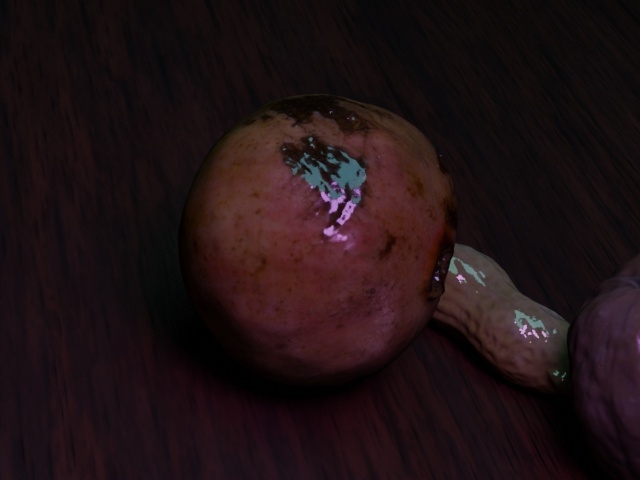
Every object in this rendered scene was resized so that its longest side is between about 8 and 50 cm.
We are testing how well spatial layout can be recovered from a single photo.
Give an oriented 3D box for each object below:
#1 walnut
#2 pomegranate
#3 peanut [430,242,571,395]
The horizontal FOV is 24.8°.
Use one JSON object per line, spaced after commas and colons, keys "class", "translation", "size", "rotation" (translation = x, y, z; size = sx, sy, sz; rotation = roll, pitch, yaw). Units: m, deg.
{"class": "walnut", "translation": [0.378, 0.142, 1.521], "size": [0.227, 0.273, 0.273], "rotation": [-11, 19, 27]}
{"class": "pomegranate", "translation": [0.000, 0.000, 1.508], "size": [0.322, 0.322, 0.322], "rotation": [14, 30, -8]}
{"class": "peanut", "translation": [0.202, 0.087, 1.670], "size": [0.117, 0.101, 0.263], "rotation": [-19, 46, -40]}
